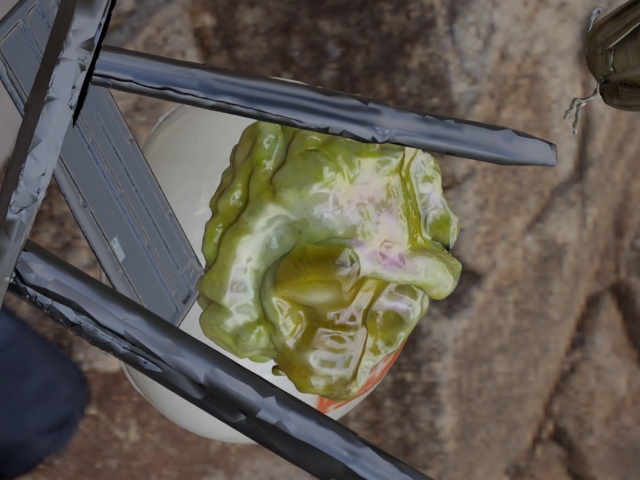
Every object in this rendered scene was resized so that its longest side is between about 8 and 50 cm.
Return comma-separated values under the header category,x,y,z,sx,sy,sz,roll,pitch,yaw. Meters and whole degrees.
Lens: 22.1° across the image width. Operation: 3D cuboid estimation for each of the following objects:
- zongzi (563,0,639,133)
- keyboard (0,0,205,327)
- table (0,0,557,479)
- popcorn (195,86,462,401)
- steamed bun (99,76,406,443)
category,x,y,z,sx,sy,sz,roll,pitch,yaw
zongzi,0.275,-0.200,1.102,0.111,0.247,0.241,-35,119,-51
keyboard,-0.130,-0.008,1.192,0.381,0.041,0.103,59,38,-25
table,0.011,-0.017,0.622,0.249,0.317,0.317,18,73,-12
popcorn,0.000,0.000,0.810,0.145,0.126,0.125,-56,147,1
steamed bun,-0.033,0.027,1.618,0.374,0.241,0.374,-18,113,-51
